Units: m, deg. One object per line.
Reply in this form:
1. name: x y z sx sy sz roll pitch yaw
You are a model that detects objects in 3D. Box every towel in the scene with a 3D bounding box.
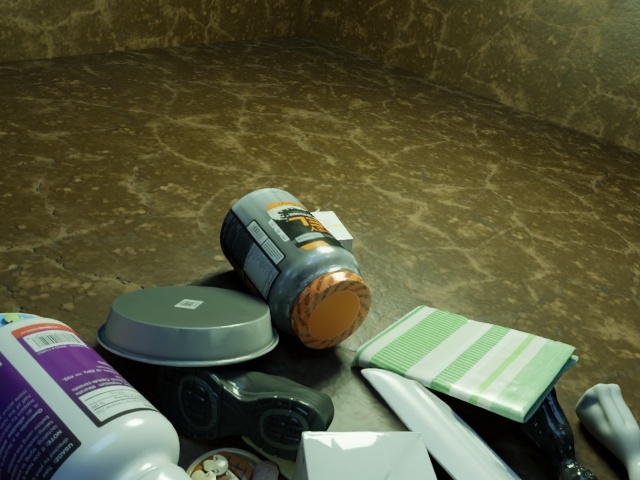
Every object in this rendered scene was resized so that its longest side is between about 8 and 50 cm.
1. towel: 0.248 0.203 1.017 0.324 0.038 0.247 11 24 40

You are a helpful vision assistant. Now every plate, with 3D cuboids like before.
1. plate: 0.202 0.290 0.774 0.278 0.045 0.277 44 0 42

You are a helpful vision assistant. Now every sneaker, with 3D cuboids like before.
1. sneaker: -0.113 0.243 0.876 0.286 0.109 0.130 15 7 18

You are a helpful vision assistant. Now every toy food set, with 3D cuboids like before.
1. toy food set: -0.119 0.327 0.778 0.132 0.039 0.192 28 34 26

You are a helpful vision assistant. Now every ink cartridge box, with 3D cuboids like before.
1. ink cartridge box: 0.000 0.000 1.312 0.089 0.092 0.143 -4 32 -23

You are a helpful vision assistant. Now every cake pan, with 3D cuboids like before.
1. cake pan: -0.213 0.130 0.957 0.292 0.054 0.293 5 9 -1

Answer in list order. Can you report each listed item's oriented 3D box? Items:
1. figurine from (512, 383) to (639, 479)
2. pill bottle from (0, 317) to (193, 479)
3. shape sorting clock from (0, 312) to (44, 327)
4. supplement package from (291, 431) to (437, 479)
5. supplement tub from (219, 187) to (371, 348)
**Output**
1. figurine: 0.438 0.338 0.918 0.214 0.092 0.210 4 39 -15
2. pill bottle: -0.302 0.245 0.713 0.322 0.182 0.181 31 36 29
3. shape sorting clock: -0.491 0.180 0.895 0.206 0.040 0.206 8 31 -5
4. supplement package: 0.045 0.352 0.630 0.149 0.203 0.194 4 31 -11
5. supplement tub: -0.051 0.049 1.113 0.193 0.194 0.316 -9 37 -31
